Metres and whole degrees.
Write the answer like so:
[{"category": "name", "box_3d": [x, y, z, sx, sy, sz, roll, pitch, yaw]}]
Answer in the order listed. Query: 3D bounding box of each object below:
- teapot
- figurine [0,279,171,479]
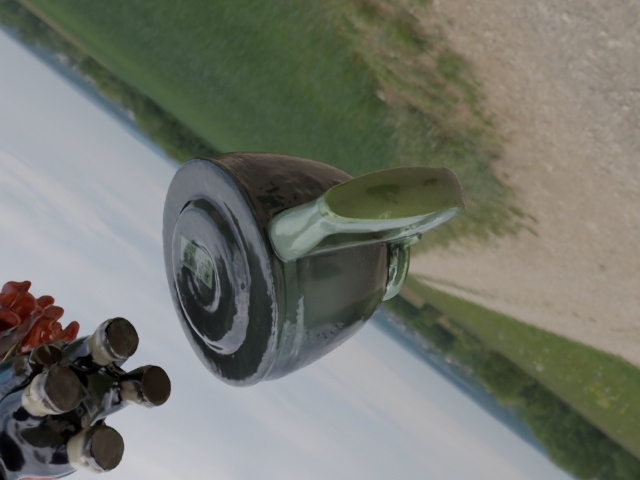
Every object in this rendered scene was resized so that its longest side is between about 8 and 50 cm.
[{"category": "teapot", "box_3d": [-0.013, -0.013, 0.926, 0.239, 0.322, 0.240, -14, -126, -33]}, {"category": "figurine", "box_3d": [-0.338, 0.190, 0.913, 0.241, 0.306, 0.411, 48, 155, -27]}]
